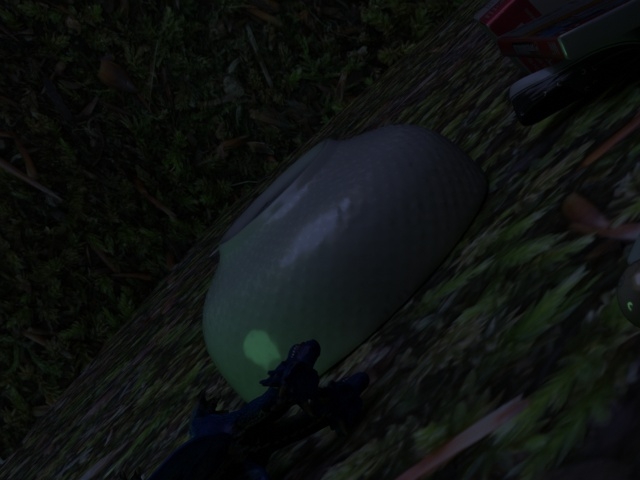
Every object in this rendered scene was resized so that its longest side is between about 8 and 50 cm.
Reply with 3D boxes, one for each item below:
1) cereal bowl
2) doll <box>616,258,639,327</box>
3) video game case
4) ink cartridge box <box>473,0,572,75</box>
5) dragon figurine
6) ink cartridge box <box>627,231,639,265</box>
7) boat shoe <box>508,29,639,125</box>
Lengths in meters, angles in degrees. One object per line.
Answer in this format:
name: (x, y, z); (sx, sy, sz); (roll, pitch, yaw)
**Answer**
cereal bowl: (0.000, 0.000, 1.097); (0.339, 0.141, 0.339); (-43, 10, 9)
doll: (0.180, 0.019, 0.450); (0.129, 0.046, 0.189); (-60, 5, -10)
video game case: (0.290, -0.230, 1.039); (0.204, 0.025, 0.285); (-26, 10, 3)
ink cartridge box: (0.307, -0.310, 1.280); (0.237, 0.100, 0.172); (-43, 9, 12)
dragon figurine: (-0.088, 0.185, 0.796); (0.289, 0.085, 0.144); (-45, 8, -17)
ink cartridge box: (0.265, -0.073, 0.500); (0.275, 0.060, 0.239); (-139, 70, -81)
boat shoe: (0.245, -0.151, 1.017); (0.142, 0.049, 0.040); (-25, 63, 34)
